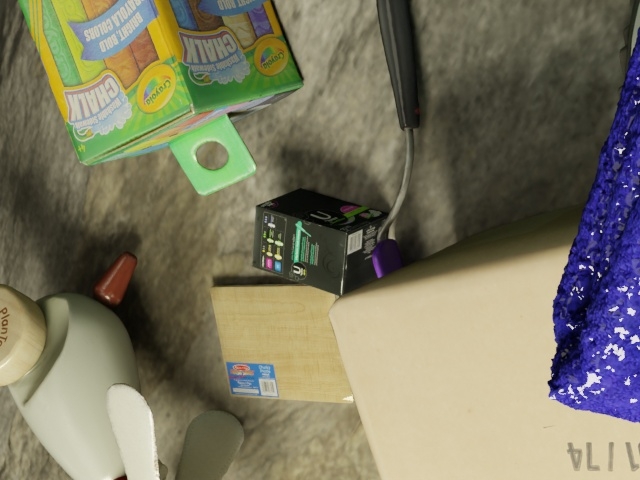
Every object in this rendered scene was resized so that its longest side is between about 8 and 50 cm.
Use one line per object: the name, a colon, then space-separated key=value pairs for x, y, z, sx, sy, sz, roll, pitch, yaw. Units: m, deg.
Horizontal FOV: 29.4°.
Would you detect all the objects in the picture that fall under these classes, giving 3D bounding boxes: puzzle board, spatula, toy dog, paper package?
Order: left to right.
toy dog: x=-0.148 y=0.135 z=0.997 sx=0.333 sy=0.220 sz=0.161 roll=43 pitch=92 yaw=9
puzzle board: x=-0.031 y=0.082 z=0.986 sx=0.128 sy=0.011 sz=0.096 roll=-2 pitch=103 yaw=37
spatula: x=0.055 y=-0.056 z=0.858 sx=0.030 sy=0.084 sz=0.296 roll=0 pitch=97 yaw=14
paper package: x=0.210 y=0.124 z=0.727 sx=0.325 sy=0.168 sz=0.309 roll=-15 pitch=94 yaw=37

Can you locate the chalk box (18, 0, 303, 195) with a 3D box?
chalk box: x=-0.115 y=-0.137 z=0.908 sx=0.132 sy=0.132 sz=0.213 roll=-21 pitch=90 yaw=38

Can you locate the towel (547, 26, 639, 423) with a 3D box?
towel: x=0.267 y=-0.001 z=0.504 sx=0.308 sy=0.076 sz=0.228 roll=11 pitch=107 yaw=-6

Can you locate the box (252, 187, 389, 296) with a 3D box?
box: x=0.000 y=0.000 z=0.907 sx=0.083 sy=0.062 sz=0.052 roll=17 pitch=113 yaw=32

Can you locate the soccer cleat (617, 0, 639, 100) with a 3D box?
soccer cleat: x=0.224 y=-0.171 z=0.615 sx=0.116 sy=0.108 sz=0.318 roll=-3 pitch=68 yaw=32
